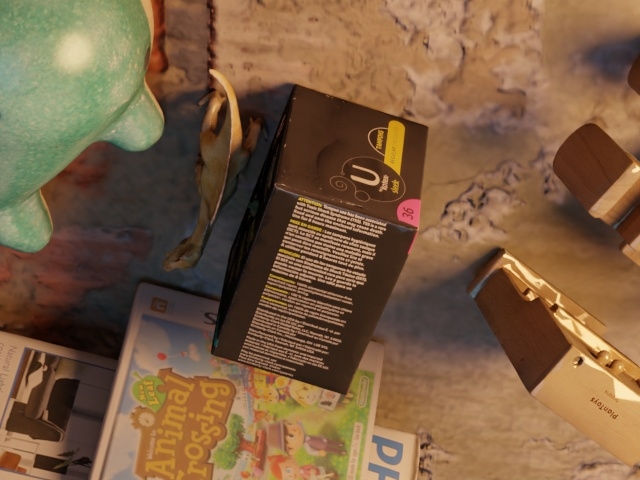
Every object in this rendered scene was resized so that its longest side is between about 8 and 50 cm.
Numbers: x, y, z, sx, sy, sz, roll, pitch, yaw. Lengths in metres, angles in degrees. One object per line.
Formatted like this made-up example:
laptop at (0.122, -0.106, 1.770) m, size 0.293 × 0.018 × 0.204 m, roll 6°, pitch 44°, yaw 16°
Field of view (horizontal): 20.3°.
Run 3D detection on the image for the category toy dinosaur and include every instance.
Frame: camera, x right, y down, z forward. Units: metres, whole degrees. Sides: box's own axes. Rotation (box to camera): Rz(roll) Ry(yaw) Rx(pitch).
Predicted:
toy dinosaur at (-0.064, -0.057, 1.203) m, size 0.053 × 0.093 × 0.183 m, roll 13°, pitch 130°, yaw -5°

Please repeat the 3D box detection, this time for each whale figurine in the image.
whale figurine at (-0.211, -0.086, 1.165) m, size 0.216 × 0.141 × 0.272 m, roll 16°, pitch 130°, yaw -7°

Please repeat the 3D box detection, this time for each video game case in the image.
video game case at (-0.059, 0.139, 1.286) m, size 0.193 × 0.212 × 0.023 m, roll 15°, pitch 141°, yaw -5°

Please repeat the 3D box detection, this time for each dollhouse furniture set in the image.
dollhouse furniture set at (0.234, 0.005, 1.223) m, size 0.212 × 0.161 × 0.242 m, roll 36°, pitch 102°, yaw -22°

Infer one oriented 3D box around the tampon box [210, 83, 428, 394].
tampon box at (0.000, 0.000, 1.224) m, size 0.101 × 0.120 × 0.161 m, roll 17°, pitch 129°, yaw -7°

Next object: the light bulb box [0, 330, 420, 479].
light bulb box at (-0.146, 0.291, 1.395) m, size 0.361 × 0.225 × 0.358 m, roll 14°, pitch 136°, yaw -5°
